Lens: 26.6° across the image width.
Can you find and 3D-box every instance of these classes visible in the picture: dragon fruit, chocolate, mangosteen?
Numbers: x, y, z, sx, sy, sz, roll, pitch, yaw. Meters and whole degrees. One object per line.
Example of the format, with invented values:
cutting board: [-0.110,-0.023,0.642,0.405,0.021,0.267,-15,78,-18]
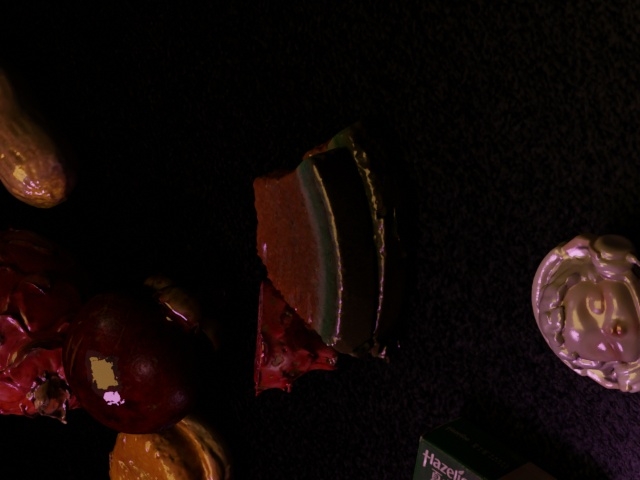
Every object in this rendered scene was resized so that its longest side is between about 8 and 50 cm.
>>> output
dragon fruit: [-0.452,0.128,2.063,0.342,0.277,0.277,54,138,28]
dragon fruit: [-0.029,0.121,1.733,0.153,0.110,0.153,-174,90,-83]
chocolate: [-0.479,-0.174,2.097,0.309,0.134,0.134,52,136,18]
mangosteen: [-0.235,0.144,1.885,0.257,0.215,0.215,-42,68,12]

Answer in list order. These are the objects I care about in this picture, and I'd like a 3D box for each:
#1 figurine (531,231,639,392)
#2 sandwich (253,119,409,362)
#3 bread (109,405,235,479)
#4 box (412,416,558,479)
figurine: [0.293,0.076,1.296,0.236,0.141,0.163,14,119,45]
sandwich: [0.007,-0.006,1.617,0.212,0.109,0.292,32,127,37]
bread: [-0.217,0.351,2.001,0.198,0.120,0.236,40,131,30]
box: [0.197,0.311,1.547,0.199,0.081,0.135,29,124,37]
